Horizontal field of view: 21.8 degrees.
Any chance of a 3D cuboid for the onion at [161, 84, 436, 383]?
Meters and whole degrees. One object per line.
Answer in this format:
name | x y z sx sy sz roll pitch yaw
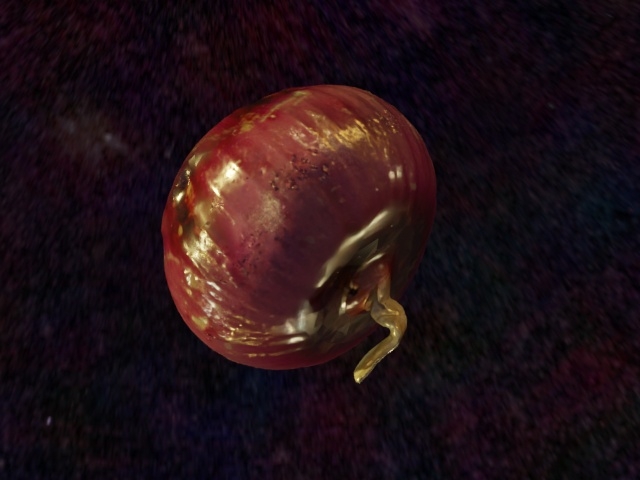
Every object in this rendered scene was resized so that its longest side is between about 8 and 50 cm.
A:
onion | -0.007 -0.006 0.970 0.153 0.177 0.177 11 106 21
